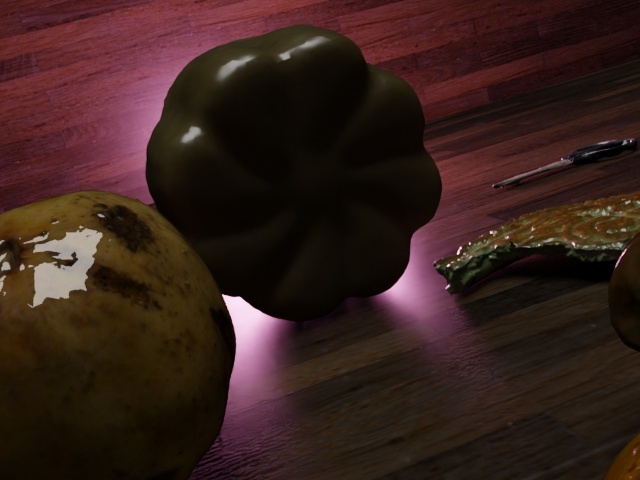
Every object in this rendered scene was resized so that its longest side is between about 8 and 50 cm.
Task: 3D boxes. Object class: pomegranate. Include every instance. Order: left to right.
[{"bbox_3d":[-0.203,0.096,0.558,0.281,0.281,0.281,-14,14,4],"label":"pomegranate"}]

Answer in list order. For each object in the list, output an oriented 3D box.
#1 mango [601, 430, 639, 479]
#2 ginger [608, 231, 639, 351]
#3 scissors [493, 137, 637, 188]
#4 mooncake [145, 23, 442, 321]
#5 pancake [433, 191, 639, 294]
[{"bbox_3d":[0.221,0.124,0.285,0.248,0.151,0.156,-9,52,-31],"label":"mango"},{"bbox_3d":[0.390,-0.013,0.400,0.418,0.254,0.176,-5,-28,19],"label":"ginger"},{"bbox_3d":[0.453,-0.143,1.276,0.300,0.022,0.109,-20,11,-15],"label":"scissors"},{"bbox_3d":[-0.032,-0.082,0.870,0.378,0.378,0.201,-18,19,-13],"label":"mooncake"},{"bbox_3d":[0.324,-0.001,0.814,0.376,0.054,0.197,-15,13,10],"label":"pancake"}]
